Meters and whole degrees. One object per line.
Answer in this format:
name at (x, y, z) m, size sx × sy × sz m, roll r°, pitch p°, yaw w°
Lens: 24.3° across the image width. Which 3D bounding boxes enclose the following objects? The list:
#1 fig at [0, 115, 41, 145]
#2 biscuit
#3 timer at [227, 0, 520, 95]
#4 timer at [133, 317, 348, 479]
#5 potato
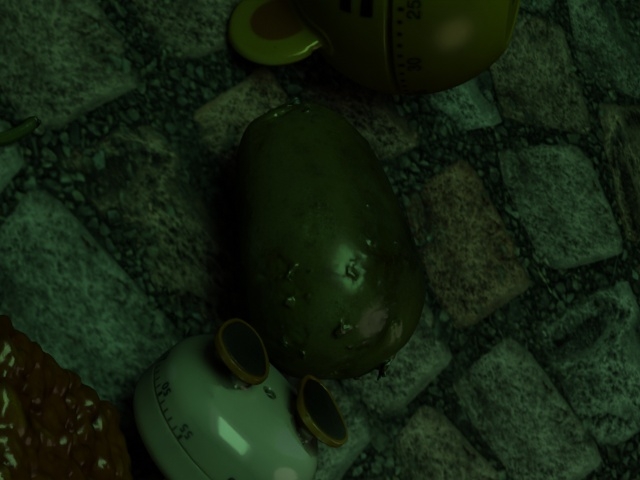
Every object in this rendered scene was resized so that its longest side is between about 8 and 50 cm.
fig at (-0.411, -0.137, 1.681) m, size 0.245 × 0.149 × 0.149 m, roll 21°, pitch 57°, yaw -58°
biscuit at (-0.284, 0.254, 1.510) m, size 0.312 × 0.111 × 0.318 m, roll 56°, pitch 22°, yaw -56°
timer at (0.084, -0.374, 2.049) m, size 0.387 × 0.376 × 0.376 m, roll 9°, pitch 56°, yaw 12°
timer at (-0.122, 0.232, 1.715) m, size 0.233 × 0.240 × 0.233 m, roll 41°, pitch 20°, yaw -19°
potato at (0.006, 0.001, 1.867) m, size 0.270 × 0.219 × 0.359 m, roll 44°, pitch 31°, yaw -55°
